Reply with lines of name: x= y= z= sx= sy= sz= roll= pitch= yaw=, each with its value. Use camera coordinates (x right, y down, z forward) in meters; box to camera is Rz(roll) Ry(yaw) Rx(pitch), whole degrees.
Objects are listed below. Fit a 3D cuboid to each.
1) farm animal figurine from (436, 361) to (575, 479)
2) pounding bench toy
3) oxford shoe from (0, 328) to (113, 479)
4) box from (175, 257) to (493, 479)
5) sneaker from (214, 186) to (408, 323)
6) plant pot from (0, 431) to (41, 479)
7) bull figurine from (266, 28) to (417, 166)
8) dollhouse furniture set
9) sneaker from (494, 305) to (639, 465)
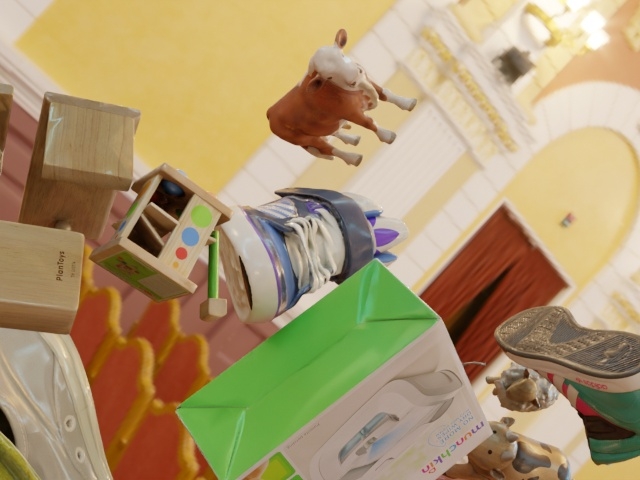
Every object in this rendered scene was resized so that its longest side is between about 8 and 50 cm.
farm animal figurine: x=0.230 y=0.320 z=1.224 sx=0.327 sy=0.330 sz=0.172 roll=9 pitch=-11 yaw=-34
pounding bench toy: x=-0.081 y=0.002 z=0.533 sx=0.083 sy=0.065 sz=0.052 roll=37 pitch=-27 yaw=-22
oxford shoe: x=-0.256 y=0.276 z=0.825 sx=0.130 sy=0.169 sz=0.449 roll=-39 pitch=117 yaw=-57
box: x=0.023 y=0.191 z=0.940 sx=0.127 sy=0.262 sz=0.231 roll=45 pitch=-12 yaw=46
sneaker: x=0.000 y=0.000 z=1.051 sx=0.323 sy=0.236 sz=0.130 roll=-154 pitch=-128 yaw=-79
plant pot: x=-0.371 y=0.285 z=0.470 sx=0.366 sy=0.366 sz=0.353 roll=43 pitch=15 yaw=6
bull figurine: x=0.027 y=-0.212 z=1.387 sx=0.188 sy=0.101 sz=0.310 roll=29 pitch=-20 yaw=-18
dollhouse furniture set: x=-0.190 y=0.005 z=0.512 sx=0.144 sy=0.123 sz=0.151 roll=9 pitch=50 yaw=-21
sneaker: x=0.349 y=0.192 z=1.138 sx=0.178 sy=0.124 sz=0.295 roll=63 pitch=-13 yaw=-16
